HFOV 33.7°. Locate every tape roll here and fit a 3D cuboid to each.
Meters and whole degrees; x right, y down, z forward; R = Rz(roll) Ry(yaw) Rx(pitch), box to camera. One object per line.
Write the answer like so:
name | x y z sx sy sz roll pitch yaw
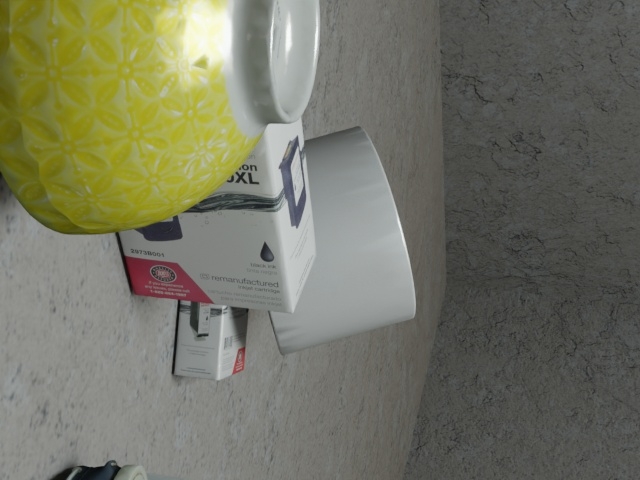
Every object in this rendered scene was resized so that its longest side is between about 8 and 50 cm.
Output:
tape roll | 0.000 0.000 1.268 0.246 0.169 0.246 165 -90 -86

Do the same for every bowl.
bowl | -0.089 -0.140 0.716 0.289 0.156 0.289 6 90 -77

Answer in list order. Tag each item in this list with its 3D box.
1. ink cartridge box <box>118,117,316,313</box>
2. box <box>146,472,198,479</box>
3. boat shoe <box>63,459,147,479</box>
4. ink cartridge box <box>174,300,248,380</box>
ink cartridge box | -0.105 -0.056 1.003 0.100 0.172 0.237 -68 159 -47
box | -0.166 0.291 1.045 0.087 0.102 0.101 77 22 -57
boat shoe | -0.221 0.268 0.869 0.254 0.079 0.095 -65 154 -58
ink cartridge box | -0.123 0.087 1.228 0.099 0.056 0.135 0 95 -77
